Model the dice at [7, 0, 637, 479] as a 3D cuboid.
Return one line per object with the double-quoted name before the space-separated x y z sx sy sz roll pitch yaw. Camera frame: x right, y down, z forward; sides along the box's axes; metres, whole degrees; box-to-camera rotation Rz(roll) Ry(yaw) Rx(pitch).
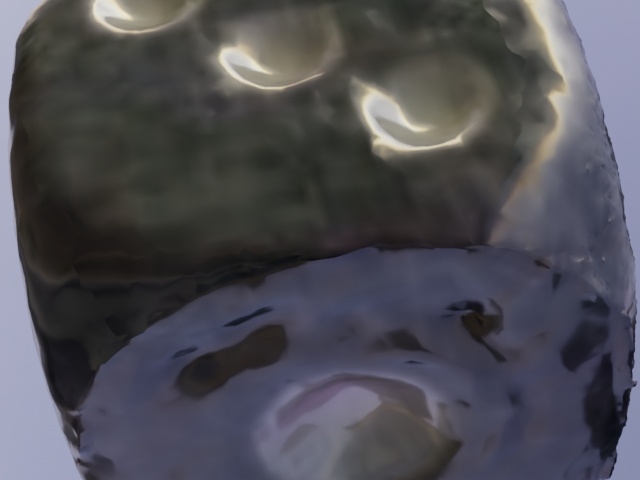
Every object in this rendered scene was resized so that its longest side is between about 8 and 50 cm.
"dice" 0.000 0.000 0.480 0.181 0.182 0.183 82 -3 -47
